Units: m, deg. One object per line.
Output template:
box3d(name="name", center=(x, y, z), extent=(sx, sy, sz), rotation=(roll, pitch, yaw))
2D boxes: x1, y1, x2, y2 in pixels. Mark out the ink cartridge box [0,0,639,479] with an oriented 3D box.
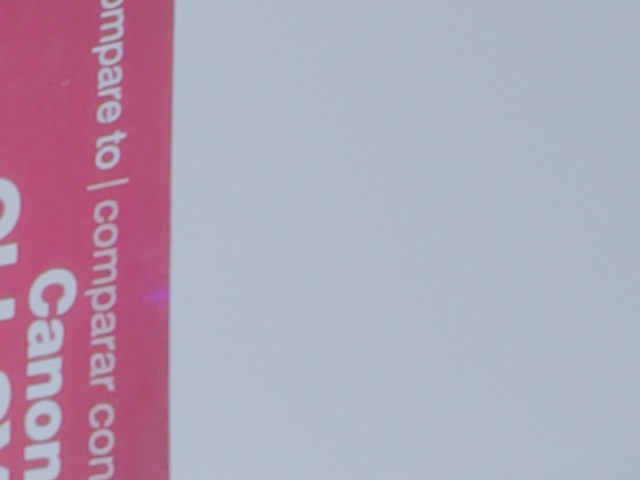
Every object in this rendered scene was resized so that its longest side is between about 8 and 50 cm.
box3d(name="ink cartridge box", center=(0.118, 0.020, 0.465), extent=(0.384, 0.160, 0.279), rotation=(-11, 154, 21))
